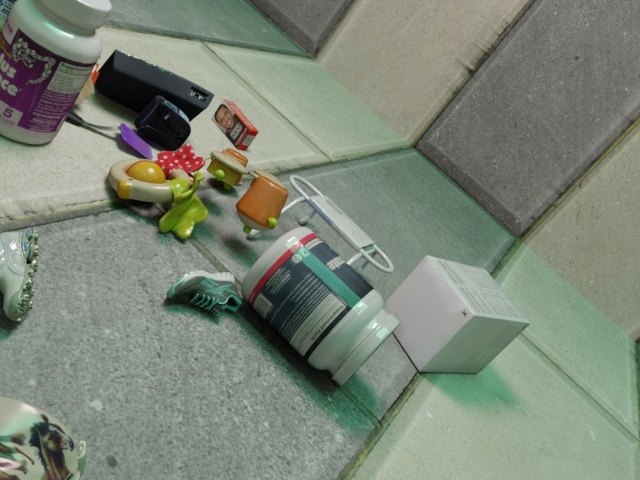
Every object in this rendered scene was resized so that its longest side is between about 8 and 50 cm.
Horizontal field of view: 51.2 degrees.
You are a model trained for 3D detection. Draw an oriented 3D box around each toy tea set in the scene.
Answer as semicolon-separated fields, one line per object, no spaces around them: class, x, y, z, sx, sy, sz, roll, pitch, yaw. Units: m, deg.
toy tea set;-0.181;-0.112;1.508;0.200;0.124;0.336;31;7;-10

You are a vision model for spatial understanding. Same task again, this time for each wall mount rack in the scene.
wall mount rack;0.000;0.000;1.610;0.350;0.130;0.304;44;21;13

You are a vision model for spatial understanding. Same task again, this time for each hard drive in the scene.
hard drive;-0.407;-0.358;1.619;0.254;0.172;0.054;20;65;-32

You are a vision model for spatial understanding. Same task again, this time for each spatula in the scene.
spatula;-0.495;-0.255;1.457;0.296;0.030;0.084;22;27;-34

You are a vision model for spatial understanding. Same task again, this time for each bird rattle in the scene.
bird rattle;-0.327;-0.132;1.374;0.207;0.143;0.253;5;34;-26

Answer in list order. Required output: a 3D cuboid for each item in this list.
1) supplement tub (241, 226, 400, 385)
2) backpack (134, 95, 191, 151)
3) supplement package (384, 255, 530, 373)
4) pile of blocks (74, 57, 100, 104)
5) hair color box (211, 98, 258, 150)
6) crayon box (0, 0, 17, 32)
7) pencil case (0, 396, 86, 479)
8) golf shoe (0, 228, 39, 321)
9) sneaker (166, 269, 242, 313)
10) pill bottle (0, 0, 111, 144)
supplement tub;-0.001;0.124;1.288;0.272;0.191;0.191;43;24;10
backpack;-0.370;-0.278;1.588;0.114;0.105;0.084;35;15;-36
supplement package;0.328;0.187;1.638;0.262;0.199;0.198;13;34;-45
pile of blocks;-0.541;-0.479;1.433;0.112;0.149;0.362;-24;105;-33
hair color box;-0.244;-0.329;1.902;0.141;0.072;0.043;50;26;25
crayon box;-0.657;-0.522;1.491;0.323;0.203;0.083;17;-12;-41
pencil case;-0.328;0.301;0.536;0.183;0.160;0.410;25;26;-11
golf shoe;-0.452;0.051;0.956;0.086;0.069;0.176;4;34;-22
sneaker;-0.202;0.099;1.211;0.166;0.065;0.076;0;49;-53
pill bottle;-0.515;-0.343;1.246;0.169;0.301;0.169;31;24;-16
